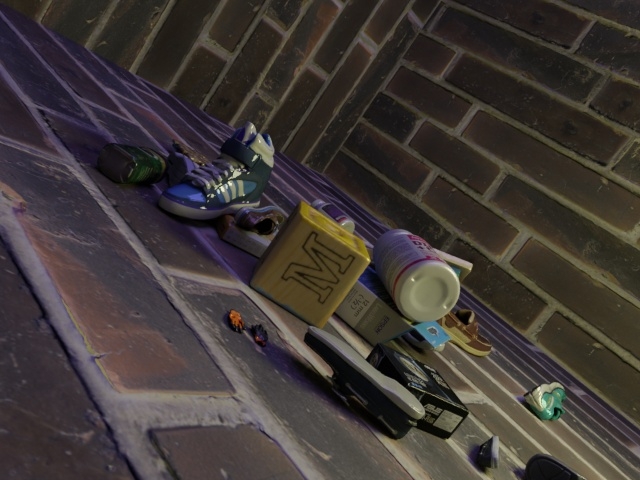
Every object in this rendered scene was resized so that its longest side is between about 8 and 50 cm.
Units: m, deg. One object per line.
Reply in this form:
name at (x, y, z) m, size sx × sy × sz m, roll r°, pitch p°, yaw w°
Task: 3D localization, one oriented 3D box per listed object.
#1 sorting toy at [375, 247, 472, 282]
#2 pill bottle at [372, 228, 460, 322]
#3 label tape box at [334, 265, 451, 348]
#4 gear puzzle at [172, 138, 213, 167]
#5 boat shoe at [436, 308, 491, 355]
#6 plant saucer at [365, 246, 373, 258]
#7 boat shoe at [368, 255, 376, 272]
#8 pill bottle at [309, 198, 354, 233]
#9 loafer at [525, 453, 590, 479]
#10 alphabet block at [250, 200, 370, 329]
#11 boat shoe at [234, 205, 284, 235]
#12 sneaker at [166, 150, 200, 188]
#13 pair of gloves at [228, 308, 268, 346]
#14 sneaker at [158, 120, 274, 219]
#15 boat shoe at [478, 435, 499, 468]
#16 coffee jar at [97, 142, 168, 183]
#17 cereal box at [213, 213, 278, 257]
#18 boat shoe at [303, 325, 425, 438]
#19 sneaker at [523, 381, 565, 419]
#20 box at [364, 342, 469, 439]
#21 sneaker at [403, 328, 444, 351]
sorting toy at (0.314, 0.114, 1.893) m, size 0.257 × 0.089 × 0.255 m, roll 21°, pitch -27°, yaw 2°
pill bottle at (0.232, 0.078, 1.514) m, size 0.160 × 0.160 × 0.283 m, roll 31°, pitch 12°, yaw -19°
label tape box at (0.160, 0.188, 1.551) m, size 0.348 × 0.115 × 0.249 m, roll 41°, pitch 12°, yaw 18°
gear puzzle at (-0.358, -0.230, 2.016) m, size 0.339 × 0.044 × 0.175 m, roll 28°, pitch 10°, yaw -45°
boat shoe at (0.500, 0.300, 2.059) m, size 0.342 × 0.123 × 0.123 m, roll 29°, pitch 12°, yaw -29°
plant saucer at (0.192, 0.070, 2.223) m, size 0.278 × 0.041 × 0.278 m, roll 21°, pitch 10°, yaw -4°
boat shoe at (0.171, 0.101, 2.060) m, size 0.224 × 0.080 × 0.073 m, roll 34°, pitch -21°, yaw -5°
pill bottle at (0.039, -0.084, 2.389) m, size 0.193 × 0.108 × 0.108 m, roll 43°, pitch 13°, yaw 35°
loafer at (0.569, 0.552, 1.218) m, size 0.303 × 0.109 × 0.095 m, roll 37°, pitch 6°, yaw 29°
alphabet block at (-0.024, 0.050, 1.351) m, size 0.194 × 0.197 × 0.192 m, roll 33°, pitch 11°, yaw -10°
boat shoe at (-0.145, -0.045, 1.519) m, size 0.066 × 0.066 × 0.183 m, roll 45°, pitch 24°, yaw 22°
sneaker at (-0.361, -0.182, 1.623) m, size 0.091 × 0.094 × 0.258 m, roll 24°, pitch 14°, yaw -29°
pair of gloves at (-0.129, 0.156, 1.063) m, size 0.083 × 0.010 × 0.074 m, roll 33°, pitch 10°, yaw -16°
sneaker at (-0.243, -0.186, 1.455) m, size 0.130 × 0.236 × 0.323 m, roll 29°, pitch 22°, yaw 31°
boat shoe at (0.346, 0.433, 1.213) m, size 0.040 × 0.049 × 0.142 m, roll -2°, pitch -6°, yaw 17°
coffee jar at (-0.441, -0.181, 1.410) m, size 0.096 × 0.079 × 0.184 m, roll 34°, pitch 11°, yaw 7°
cereal box at (-0.166, -0.005, 1.562) m, size 0.240 × 0.047 × 0.173 m, roll 29°, pitch 12°, yaw -28°
boat shoe at (0.065, 0.251, 1.054) m, size 0.255 × 0.079 × 0.095 m, roll 37°, pitch 8°, yaw 0°
sneaker at (0.741, 0.533, 1.925) m, size 0.275 × 0.107 × 0.109 m, roll 12°, pitch 44°, yaw -53°
box at (0.188, 0.305, 1.199) m, size 0.180 × 0.077 × 0.147 m, roll 29°, pitch 11°, yaw -27°
sneaker at (0.286, 0.200, 1.718) m, size 0.101 × 0.153 × 0.268 m, roll 8°, pitch 21°, yaw -28°
